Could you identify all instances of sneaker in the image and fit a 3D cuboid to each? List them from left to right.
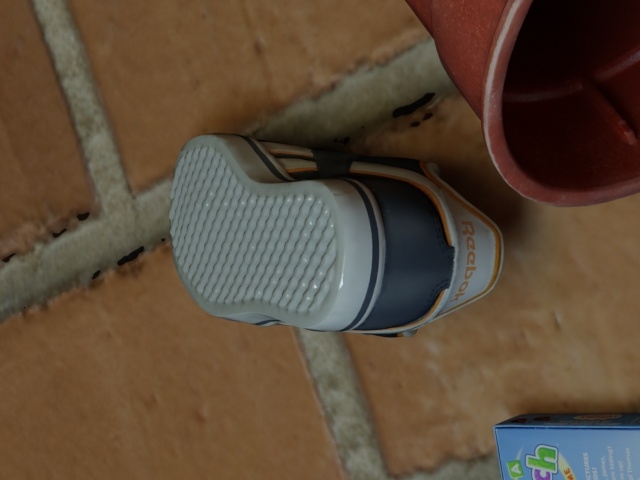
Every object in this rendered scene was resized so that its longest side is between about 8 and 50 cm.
[{"bbox_3d":[0.000,0.000,1.023,0.321,0.127,0.126,-157,70,-63],"label":"sneaker"}]

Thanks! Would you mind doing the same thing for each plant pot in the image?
[{"bbox_3d":[0.119,-0.206,0.787,0.265,0.272,0.272,52,128,31],"label":"plant pot"}]

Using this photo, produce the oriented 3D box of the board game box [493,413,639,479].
[{"bbox_3d":[0.208,0.182,0.920,0.211,0.039,0.160,-6,96,41],"label":"board game box"}]
